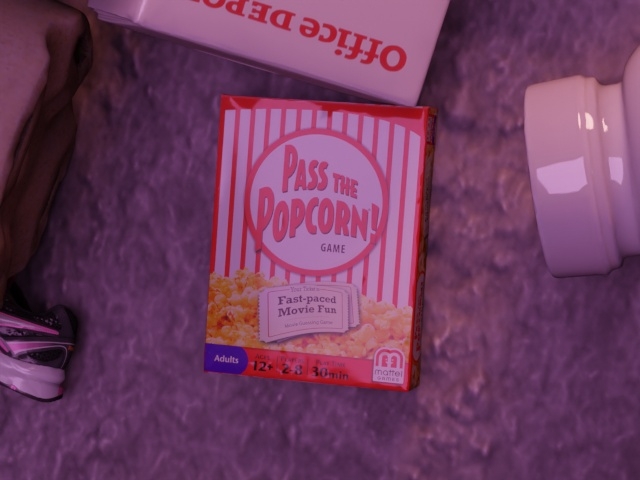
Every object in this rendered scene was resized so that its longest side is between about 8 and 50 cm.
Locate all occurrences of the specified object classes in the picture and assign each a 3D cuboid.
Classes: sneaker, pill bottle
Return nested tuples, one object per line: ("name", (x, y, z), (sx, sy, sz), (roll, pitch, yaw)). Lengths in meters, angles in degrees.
("sneaker", (-0.253, 0.049, 1.273), (0.178, 0.072, 0.077), (24, 85, 4))
("pill bottle", (0.283, -0.056, 1.080), (0.301, 0.169, 0.169), (-7, 90, 13))

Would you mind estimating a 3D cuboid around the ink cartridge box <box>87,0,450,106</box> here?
("ink cartridge box", (-0.003, -0.246, 1.124), (0.207, 0.117, 0.283), (14, 96, -25))

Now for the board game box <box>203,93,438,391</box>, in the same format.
("board game box", (0.000, 0.000, 1.213), (0.147, 0.045, 0.193), (4, 93, 13))

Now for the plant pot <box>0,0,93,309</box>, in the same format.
("plant pot", (-0.329, -0.092, 1.174), (0.305, 0.334, 0.334), (19, 96, 1))
